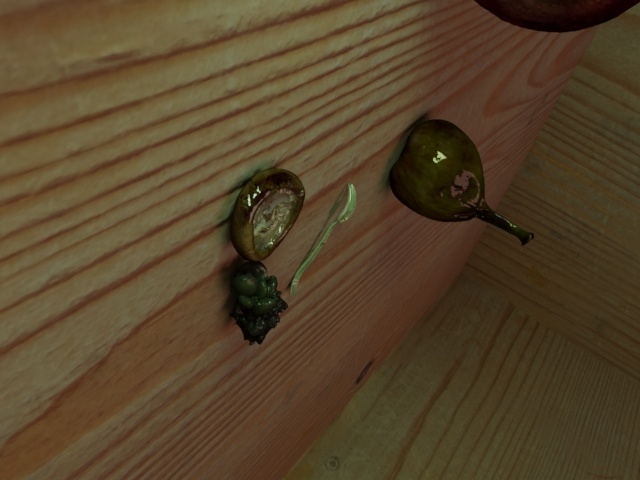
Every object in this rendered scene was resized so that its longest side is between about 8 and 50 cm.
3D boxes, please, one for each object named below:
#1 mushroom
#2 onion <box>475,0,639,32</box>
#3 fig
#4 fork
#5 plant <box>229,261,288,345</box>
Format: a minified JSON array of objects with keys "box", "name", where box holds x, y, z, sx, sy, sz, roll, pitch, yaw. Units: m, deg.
[{"box":[-0.069,-0.033,0.761,0.123,0.052,0.123,-46,152,-33],"name":"mushroom"},{"box":[0.293,-0.381,0.744,0.276,0.276,0.276,-49,161,-23],"name":"onion"},{"box":[0.253,-0.089,1.179,0.190,0.290,0.191,-24,155,-12],"name":"fig"},{"box":[0.005,0.004,1.060,0.220,0.028,0.034,-60,166,9],"name":"fork"},{"box":[-0.091,0.086,0.877,0.174,0.087,0.085,90,2,-55],"name":"plant"}]
